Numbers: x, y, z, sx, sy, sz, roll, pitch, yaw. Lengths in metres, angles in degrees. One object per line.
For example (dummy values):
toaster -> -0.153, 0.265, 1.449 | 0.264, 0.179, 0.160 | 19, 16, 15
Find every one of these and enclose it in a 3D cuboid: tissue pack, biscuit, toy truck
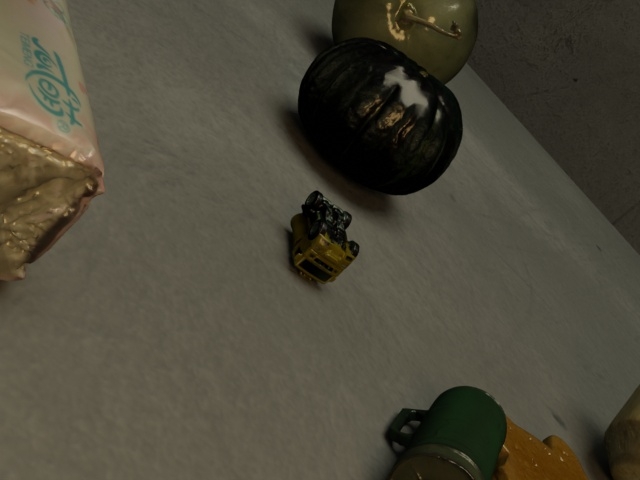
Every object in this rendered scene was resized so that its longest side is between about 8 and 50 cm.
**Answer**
tissue pack -> -0.246, -0.122, 0.481 | 0.201, 0.124, 0.271 | 20, 34, -40
biscuit -> 0.231, 0.247, 0.791 | 0.240, 0.035, 0.158 | 34, 27, -24
toy truck -> 0.000, 0.000, 0.786 | 0.049, 0.054, 0.083 | 34, 25, -26

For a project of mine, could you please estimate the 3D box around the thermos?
thermos -> 0.104, 0.170, 0.668 | 0.073, 0.083, 0.187 | 68, 22, -1

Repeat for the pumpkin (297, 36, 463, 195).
pumpkin -> 0.075, -0.155, 1.048 | 0.220, 0.162, 0.220 | 36, 14, -10

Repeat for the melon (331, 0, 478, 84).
melon -> 0.144, -0.371, 1.428 | 0.272, 0.271, 0.308 | 52, 6, 17

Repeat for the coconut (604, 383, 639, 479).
coconut -> 0.447, 0.228, 0.948 | 0.222, 0.202, 0.202 | -41, 86, -24
